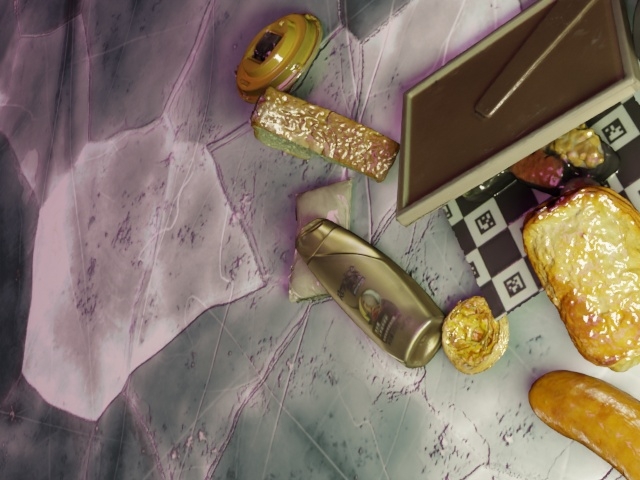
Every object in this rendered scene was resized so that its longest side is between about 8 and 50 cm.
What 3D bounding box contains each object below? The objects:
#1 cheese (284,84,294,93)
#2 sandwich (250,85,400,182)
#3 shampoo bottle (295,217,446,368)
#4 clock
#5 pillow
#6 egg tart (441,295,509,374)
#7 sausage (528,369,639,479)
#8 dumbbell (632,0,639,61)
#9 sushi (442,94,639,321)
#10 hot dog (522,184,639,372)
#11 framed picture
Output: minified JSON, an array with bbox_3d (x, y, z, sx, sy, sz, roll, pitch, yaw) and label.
[{"bbox_3d":[-0.074,-0.351,2.156,0.145,0.038,0.095,-55,45,11],"label":"cheese"},{"bbox_3d":[0.007,-0.198,1.960,0.254,0.288,0.099,63,-130,-86],"label":"sandwich"},{"bbox_3d":[0.081,0.077,1.786,0.350,0.084,0.125,45,114,39],"label":"shampoo bottle"},{"bbox_3d":[-0.099,-0.393,2.136,0.237,0.057,0.237,-28,42,29],"label":"clock"},{"bbox_3d":[0.000,0.000,1.954,0.148,0.050,0.229,-10,71,37],"label":"pillow"},{"bbox_3d":[0.252,0.153,1.625,0.129,0.049,0.128,-14,69,40],"label":"egg tart"},{"bbox_3d":[0.396,0.258,1.394,0.270,0.109,0.109,34,103,47],"label":"sausage"},{"bbox_3d":[0.548,-0.287,1.367,0.218,0.152,0.152,23,95,48],"label":"dumbbell"},{"bbox_3d":[0.331,-0.111,1.581,0.359,0.064,0.343,-38,52,25],"label":"sushi"},{"bbox_3d":[0.396,0.053,1.444,0.175,0.114,0.259,-26,84,28],"label":"hot dog"},{"bbox_3d":[0.297,-0.240,1.636,0.446,0.028,0.326,-31,36,35],"label":"framed picture"}]
